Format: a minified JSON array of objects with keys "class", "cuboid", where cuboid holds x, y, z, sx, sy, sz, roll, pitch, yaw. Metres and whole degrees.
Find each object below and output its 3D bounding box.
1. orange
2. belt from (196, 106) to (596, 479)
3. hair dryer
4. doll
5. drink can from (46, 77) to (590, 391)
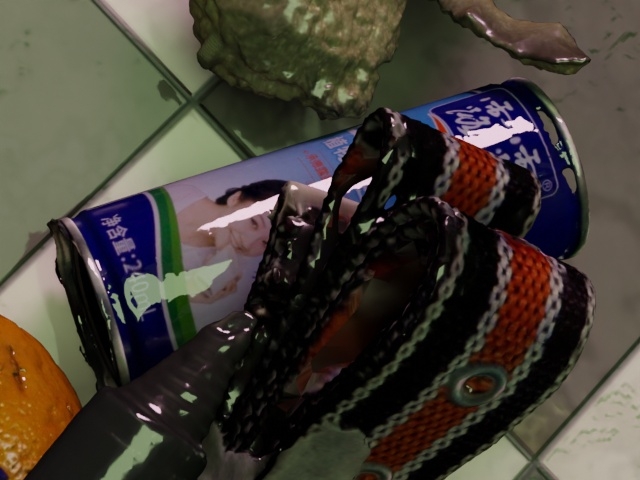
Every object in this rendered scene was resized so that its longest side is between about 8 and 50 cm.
[{"class":"orange","cuboid":[-0.165,0.091,0.720,0.135,0.117,0.136,-7,109,-21]},{"class":"belt","cuboid":[-0.022,0.119,0.705,0.094,0.126,0.359,20,108,-32]},{"class":"hair dryer","cuboid":[-0.152,0.151,0.634,0.189,0.107,0.352,44,79,-32]},{"class":"doll","cuboid":[0.050,-0.178,0.822,0.202,0.091,0.286,25,70,-5]},{"class":"drink can","cuboid":[0.000,0.000,0.784,0.235,0.097,0.097,-17,91,-17]}]
